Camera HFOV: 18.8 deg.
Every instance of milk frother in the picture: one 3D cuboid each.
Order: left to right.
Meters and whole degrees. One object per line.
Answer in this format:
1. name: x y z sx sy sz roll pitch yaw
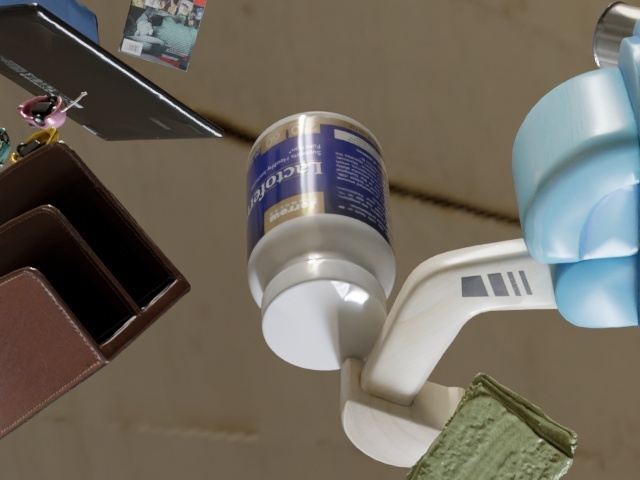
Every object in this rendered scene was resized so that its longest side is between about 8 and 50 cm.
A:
1. milk frother: 0.382 -0.185 2.211 0.143 0.135 0.129 -56 -42 -18

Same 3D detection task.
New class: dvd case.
1. dvd case: -0.185 -0.270 2.305 0.013 0.087 0.119 -82 8 -75

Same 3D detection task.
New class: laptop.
1. laptop: -0.368 -0.330 2.813 0.382 0.408 0.236 33 -112 -42

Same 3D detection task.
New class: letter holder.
1. letter holder: -0.319 0.062 1.957 0.214 0.302 0.152 51 -137 -4

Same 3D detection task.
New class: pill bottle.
1. pill bottle: 0.000 0.000 1.991 0.153 0.153 0.264 56 -161 -36

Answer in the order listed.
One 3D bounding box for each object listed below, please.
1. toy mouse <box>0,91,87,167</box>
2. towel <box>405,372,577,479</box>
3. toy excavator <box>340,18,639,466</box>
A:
1. toy mouse: -0.334 -0.117 2.164 0.161 0.143 0.031 -45 -50 -16
2. towel: 0.144 0.191 1.639 0.110 0.148 0.027 37 -150 11
3. toy excavator: 0.229 0.004 1.812 0.222 0.445 0.433 -86 -8 -59
